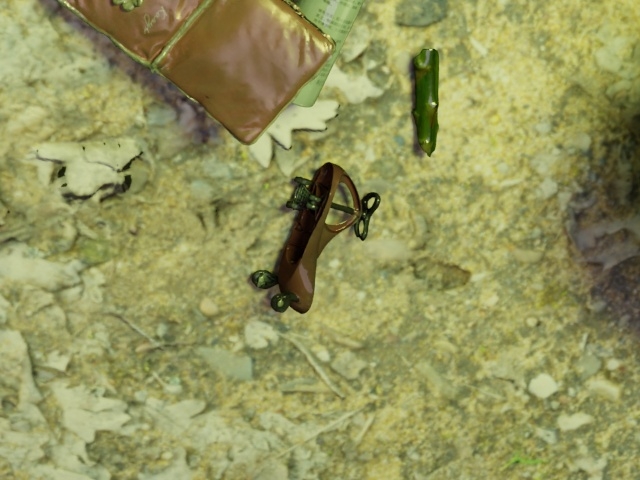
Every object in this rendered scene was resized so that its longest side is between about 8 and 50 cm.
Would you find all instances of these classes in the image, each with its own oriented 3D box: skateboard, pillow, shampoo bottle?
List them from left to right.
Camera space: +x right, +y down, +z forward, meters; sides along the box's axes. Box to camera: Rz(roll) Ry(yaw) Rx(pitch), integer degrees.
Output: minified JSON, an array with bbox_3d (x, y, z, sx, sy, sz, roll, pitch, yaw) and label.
[{"bbox_3d":[-0.109,-0.194,1.215,0.232,0.043,0.126,37,105,-6],"label":"pillow"},{"bbox_3d":[0.000,0.000,1.339,0.080,0.067,0.151,15,107,-26],"label":"skateboard"},{"bbox_3d":[0.011,-0.215,1.244,0.056,0.056,0.195,22,108,-19],"label":"shampoo bottle"}]

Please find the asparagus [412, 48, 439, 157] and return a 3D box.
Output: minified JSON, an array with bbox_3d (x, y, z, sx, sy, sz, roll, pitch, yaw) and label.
[{"bbox_3d":[0.099,-0.130,1.317,0.025,0.021,0.108,-4,115,-4],"label":"asparagus"}]
